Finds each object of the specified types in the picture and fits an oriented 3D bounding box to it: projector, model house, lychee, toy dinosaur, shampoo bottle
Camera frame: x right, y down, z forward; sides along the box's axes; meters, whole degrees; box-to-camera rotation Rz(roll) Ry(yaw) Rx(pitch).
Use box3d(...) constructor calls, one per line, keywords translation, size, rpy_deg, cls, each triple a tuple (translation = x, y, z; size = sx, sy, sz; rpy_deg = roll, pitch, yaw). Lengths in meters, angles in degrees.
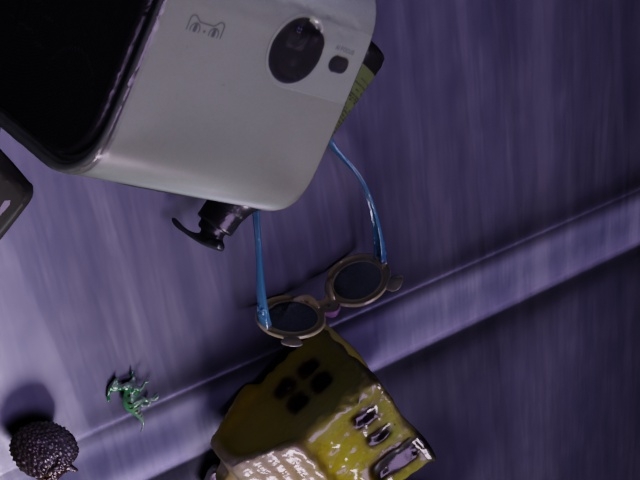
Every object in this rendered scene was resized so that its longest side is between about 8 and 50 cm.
box3d(translation=(-0.137, -0.184, 1.245), size=(0.249, 0.248, 0.248), rpy_deg=(9, 110, -46), cls="projector")
box3d(translation=(-0.014, 0.250, 1.722), size=(0.234, 0.175, 0.193), rpy_deg=(-37, 130, -3), cls="model house")
box3d(translation=(-0.300, 0.231, 1.502), size=(0.083, 0.067, 0.068), rpy_deg=(37, 60, -26), cls="lychee")
box3d(translation=(-0.220, 0.188, 1.586), size=(0.062, 0.021, 0.083), rpy_deg=(1, 111, -36), cls="toy dinosaur")
box3d(translation=(-0.048, -0.111, 1.489), size=(0.284, 0.101, 0.101), rpy_deg=(-55, 139, 0), cls="shampoo bottle")

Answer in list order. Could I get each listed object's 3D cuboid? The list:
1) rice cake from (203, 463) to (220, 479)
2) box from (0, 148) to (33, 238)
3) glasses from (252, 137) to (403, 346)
box3d(translation=(-0.078, 0.322, 1.794), size=(0.207, 0.036, 0.047), rpy_deg=(22, 88, -48), cls="rice cake")
box3d(translation=(-0.391, -0.016, 1.146), size=(0.290, 0.220, 0.166), rpy_deg=(-51, 125, -5), cls="box")
box3d(translation=(-0.017, -0.007, 1.637), size=(0.190, 0.088, 0.220), rpy_deg=(-28, 112, -26), cls="glasses")
